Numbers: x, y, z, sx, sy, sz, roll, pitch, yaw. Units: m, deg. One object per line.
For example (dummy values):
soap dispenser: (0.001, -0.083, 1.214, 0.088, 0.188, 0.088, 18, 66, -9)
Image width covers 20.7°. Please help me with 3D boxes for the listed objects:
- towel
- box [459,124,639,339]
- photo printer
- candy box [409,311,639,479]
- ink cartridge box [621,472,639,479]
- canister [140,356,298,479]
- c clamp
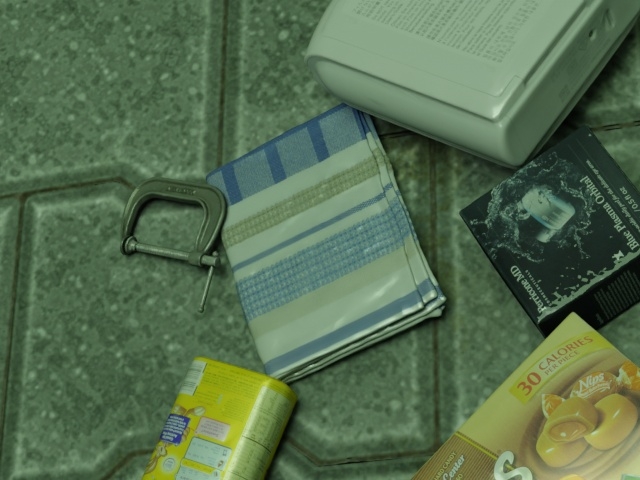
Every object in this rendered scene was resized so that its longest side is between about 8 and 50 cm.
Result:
towel: (0.000, 0.000, 1.868, 0.209, 0.034, 0.285, -27, 58, 11)
box: (0.250, -0.001, 1.733, 0.158, 0.093, 0.156, -35, 59, 5)
photo printer: (0.148, -0.226, 1.843, 0.307, 0.107, 0.256, 24, 68, 38)
candy box: (0.200, 0.245, 1.640, 0.316, 0.087, 0.183, -46, 59, -3)
ink cartridge box: (0.376, 0.303, 1.537, 0.235, 0.056, 0.171, 6, 86, 24)
canister: (-0.107, 0.214, 1.788, 0.126, 0.073, 0.170, 14, 71, 26)
c clamp: (-0.166, -0.005, 1.929, 0.161, 0.022, 0.137, 17, 80, 36)
